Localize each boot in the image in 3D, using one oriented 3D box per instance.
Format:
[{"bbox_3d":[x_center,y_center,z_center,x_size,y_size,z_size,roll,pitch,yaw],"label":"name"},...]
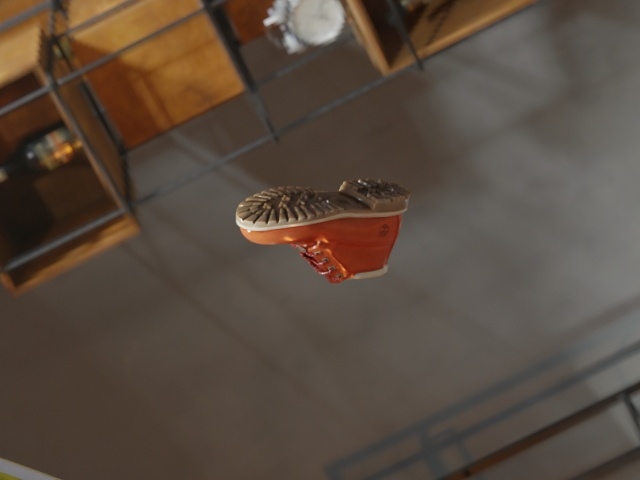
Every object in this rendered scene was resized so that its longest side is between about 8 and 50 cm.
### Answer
[{"bbox_3d":[0.000,0.000,1.024,0.059,0.157,0.085,39,124,48],"label":"boot"}]

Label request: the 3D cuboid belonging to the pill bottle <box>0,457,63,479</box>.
[{"bbox_3d":[-0.171,0.168,0.669,0.184,0.103,0.103,32,-157,-39],"label":"pill bottle"}]
